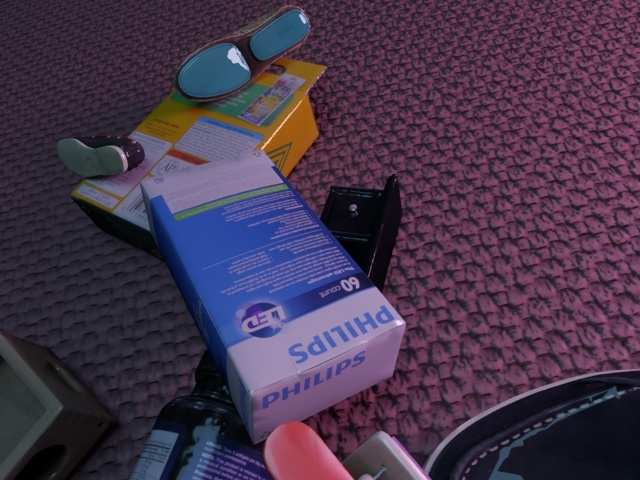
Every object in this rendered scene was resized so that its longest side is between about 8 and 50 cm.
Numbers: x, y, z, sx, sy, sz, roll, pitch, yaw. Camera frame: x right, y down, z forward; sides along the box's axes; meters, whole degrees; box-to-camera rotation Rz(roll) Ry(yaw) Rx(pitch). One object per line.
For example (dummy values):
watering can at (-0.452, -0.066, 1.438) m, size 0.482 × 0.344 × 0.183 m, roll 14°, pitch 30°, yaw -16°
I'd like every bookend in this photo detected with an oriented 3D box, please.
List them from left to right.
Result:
bookend at (0.000, 0.000, 0.600) m, size 0.156 × 0.072 × 0.157 m, roll 8°, pitch 57°, yaw 20°

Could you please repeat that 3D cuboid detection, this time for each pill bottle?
pill bottle at (-0.097, 0.209, 0.441) m, size 0.122 × 0.123 × 0.219 m, roll 8°, pitch 57°, yaw 20°

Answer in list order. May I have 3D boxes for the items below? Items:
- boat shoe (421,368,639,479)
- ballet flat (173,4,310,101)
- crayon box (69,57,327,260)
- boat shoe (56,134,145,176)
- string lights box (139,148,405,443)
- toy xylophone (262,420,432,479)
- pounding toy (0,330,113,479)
boat shoe at (0.308, 0.155, 0.359) m, size 0.499 × 0.156 × 0.187 m, roll -10°, pitch 55°, yaw 9°
ballet flat at (-0.108, -0.251, 0.721) m, size 0.206 × 0.073 × 0.067 m, roll -31°, pitch 26°, yaw -12°
crayon box at (-0.146, -0.124, 0.721) m, size 0.203 × 0.083 × 0.323 m, roll 22°, pitch 63°, yaw 27°
boat shoe at (-0.279, -0.108, 0.668) m, size 0.132 × 0.049 × 0.042 m, roll 8°, pitch 29°, yaw 28°
string lights box at (-0.056, 0.028, 0.475) m, size 0.133 × 0.077 × 0.260 m, roll -19°, pitch 48°, yaw -23°
toy xylophone at (-0.018, 0.277, 0.299) m, size 0.236 × 0.081 × 0.322 m, roll 40°, pitch 59°, yaw 13°
pounding toy at (-0.308, 0.230, 0.507) m, size 0.181 × 0.094 × 0.206 m, roll 32°, pitch 77°, yaw 26°
